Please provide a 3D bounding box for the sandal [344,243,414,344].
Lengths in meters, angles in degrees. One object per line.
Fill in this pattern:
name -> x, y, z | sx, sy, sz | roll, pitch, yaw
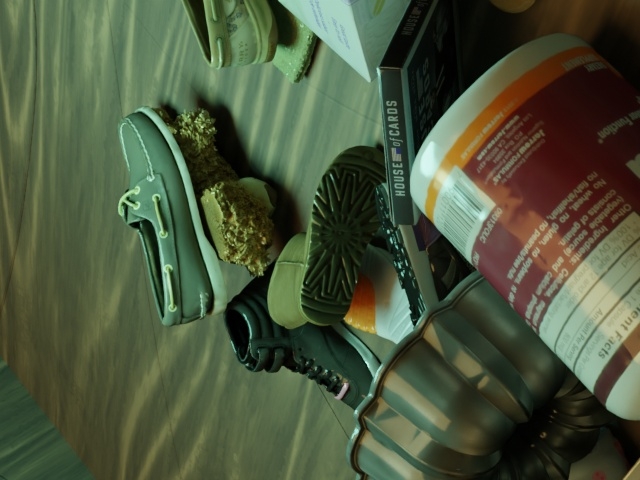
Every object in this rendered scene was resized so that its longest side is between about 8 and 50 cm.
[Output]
sandal -> 0.103, 0.081, 1.862 | 0.265, 0.076, 0.102 | 35, 109, 60

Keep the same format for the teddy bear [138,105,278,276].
teddy bear -> -0.160, -0.080, 2.152 | 0.338, 0.113, 0.245 | 17, 124, 62

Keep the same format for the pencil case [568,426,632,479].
pencil case -> 0.340, 0.346, 1.718 | 0.273, 0.113, 0.124 | 58, 159, 3

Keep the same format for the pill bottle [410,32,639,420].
pill bottle -> 0.285, 0.017, 1.371 | 0.392, 0.224, 0.224 | 48, 150, 21

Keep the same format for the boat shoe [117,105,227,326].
boat shoe -> -0.219, -0.033, 2.061 | 0.109, 0.091, 0.305 | -29, 80, 66

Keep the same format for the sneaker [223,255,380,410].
sneaker -> -0.023, 0.171, 2.103 | 0.295, 0.147, 0.104 | 52, 149, 11

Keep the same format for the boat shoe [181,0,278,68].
boat shoe -> -0.148, -0.326, 1.851 | 0.285, 0.089, 0.104 | 58, 152, 30

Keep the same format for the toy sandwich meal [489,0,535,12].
toy sandwich meal -> 0.185, -0.261, 1.477 | 0.085, 0.029, 0.085 | 25, 129, 36

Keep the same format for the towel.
towel -> -0.043, -0.267, 1.840 | 0.110, 0.027, 0.148 | 48, 149, 19

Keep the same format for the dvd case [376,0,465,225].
dvd case -> 0.104, -0.155, 1.513 | 0.030, 0.238, 0.179 | 4, 127, 16

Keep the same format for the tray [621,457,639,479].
tray -> 0.432, 0.323, 1.582 | 0.270, 0.030, 0.145 | 45, 113, 26

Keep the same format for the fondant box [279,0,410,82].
fondant box -> -0.037, -0.350, 1.604 | 0.330, 0.096, 0.238 | 44, 169, 25

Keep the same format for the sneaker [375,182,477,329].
sneaker -> 0.161, 0.056, 1.682 | 0.107, 0.124, 0.283 | -179, 73, -82

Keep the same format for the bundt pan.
bundt pan -> 0.190, 0.174, 1.556 | 0.124, 0.331, 0.331 | 44, 148, 34

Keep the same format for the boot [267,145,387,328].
boot -> 0.000, 0.000, 1.932 | 0.089, 0.236, 0.269 | 21, 175, -8
